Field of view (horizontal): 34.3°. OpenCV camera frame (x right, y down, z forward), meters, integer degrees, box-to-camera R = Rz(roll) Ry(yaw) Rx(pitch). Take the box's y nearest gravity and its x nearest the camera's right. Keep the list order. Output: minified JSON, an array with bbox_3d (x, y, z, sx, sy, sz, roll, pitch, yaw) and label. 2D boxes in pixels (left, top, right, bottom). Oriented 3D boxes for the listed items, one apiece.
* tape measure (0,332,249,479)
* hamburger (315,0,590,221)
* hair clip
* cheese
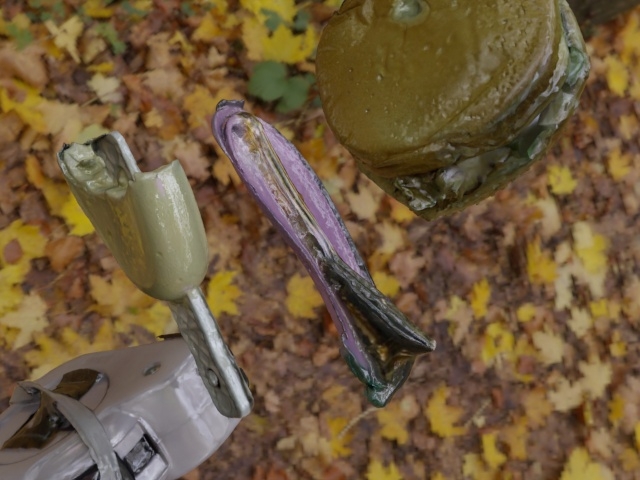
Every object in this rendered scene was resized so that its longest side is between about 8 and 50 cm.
[{"bbox_3d":[-0.200,0.174,0.864,0.120,0.236,0.197,61,41,-22],"label":"tape measure"},{"bbox_3d":[0.105,-0.127,0.771,0.215,0.189,0.122,-51,137,8],"label":"hamburger"},{"bbox_3d":[0.001,0.000,1.084,0.110,0.096,0.359,-29,76,-24],"label":"hair clip"},{"bbox_3d":[-0.110,0.024,0.757,0.049,0.127,0.235,-29,101,-33],"label":"cheese"}]
